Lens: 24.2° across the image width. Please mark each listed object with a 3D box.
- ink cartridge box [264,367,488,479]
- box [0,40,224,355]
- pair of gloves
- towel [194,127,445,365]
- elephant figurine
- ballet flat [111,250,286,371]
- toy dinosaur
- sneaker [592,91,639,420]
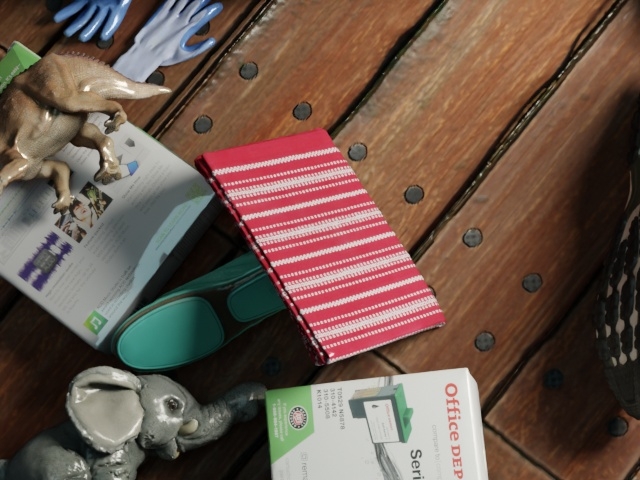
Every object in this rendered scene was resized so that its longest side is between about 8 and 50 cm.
[{"bbox_3d":[0.062,0.226,1.565,0.219,0.092,0.160,-8,75,7],"label":"ink cartridge box"},{"bbox_3d":[-0.297,-0.052,1.716,0.322,0.058,0.232,36,83,15],"label":"box"},{"bbox_3d":[-0.216,-0.272,1.779,0.198,0.023,0.159,41,85,17],"label":"pair of gloves"},{"bbox_3d":[0.000,0.000,1.609,0.275,0.199,0.031,58,134,17],"label":"towel"},{"bbox_3d":[-0.211,0.206,1.600,0.169,0.186,0.239,3,57,54],"label":"elephant figurine"},{"bbox_3d":[-0.115,0.070,1.641,0.247,0.087,0.083,-25,110,-6],"label":"ballet flat"},{"bbox_3d":[-0.324,-0.142,1.656,0.295,0.127,0.200,-34,65,-7],"label":"toy dinosaur"},{"bbox_3d":[0.409,-0.005,1.558,0.182,0.158,0.410,15,82,-5],"label":"sneaker"}]
